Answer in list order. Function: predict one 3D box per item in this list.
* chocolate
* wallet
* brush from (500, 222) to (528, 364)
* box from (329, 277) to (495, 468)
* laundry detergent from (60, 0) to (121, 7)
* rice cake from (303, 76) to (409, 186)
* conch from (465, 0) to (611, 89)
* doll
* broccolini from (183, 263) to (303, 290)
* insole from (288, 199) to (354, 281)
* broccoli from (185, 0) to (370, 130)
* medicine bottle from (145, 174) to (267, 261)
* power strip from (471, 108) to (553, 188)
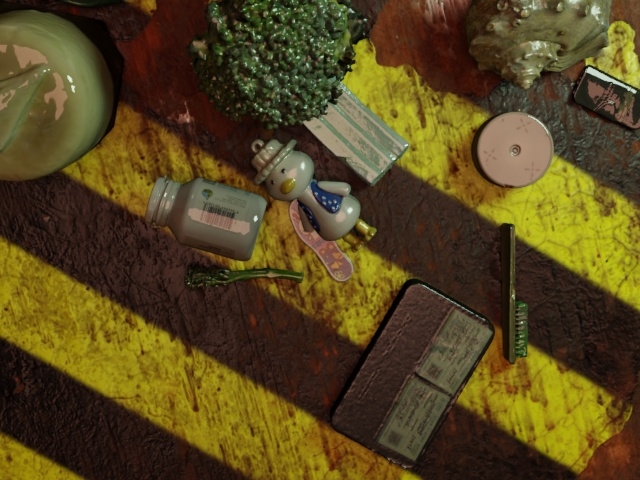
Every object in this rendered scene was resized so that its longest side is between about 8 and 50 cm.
[{"bbox_3d":[-0.537,-0.271,1.719,0.314,0.297,0.326,12,96,-8],"label":"chocolate"},{"bbox_3d":[0.576,-0.280,1.874,0.156,0.018,0.082,26,96,-5],"label":"wallet"},{"bbox_3d":[0.388,0.106,1.900,0.048,0.054,0.283,-5,97,-10],"label":"brush"},{"bbox_3d":[0.184,0.269,1.915,0.211,0.058,0.350,30,95,-6],"label":"box"},{"bbox_3d":[-0.479,-0.514,1.802,0.210,0.063,0.137,4,103,-1],"label":"laundry detergent"},{"bbox_3d":[0.052,-0.220,1.857,0.237,0.043,0.127,44,94,-4],"label":"rice cake"},{"bbox_3d":[0.429,-0.451,1.766,0.297,0.210,0.353,8,99,-17],"label":"conch"},{"bbox_3d":[-0.021,-0.092,1.835,0.293,0.119,0.138,42,125,-6],"label":"doll"},{"bbox_3d":[-0.152,0.074,1.895,0.239,0.051,0.054,0,91,-8],"label":"broccolini"},{"bbox_3d":[0.000,0.000,1.903,0.065,0.004,0.197,-33,96,3],"label":"insole"},{"bbox_3d":[-0.075,-0.376,1.701,0.334,0.272,0.324,9,143,-37],"label":"broccoli"},{"bbox_3d":[-0.221,-0.049,1.827,0.215,0.135,0.135,17,96,-3],"label":"medicine bottle"},{"bbox_3d":[0.373,-0.179,1.852,0.154,0.078,0.154,0,95,1],"label":"power strip"}]
